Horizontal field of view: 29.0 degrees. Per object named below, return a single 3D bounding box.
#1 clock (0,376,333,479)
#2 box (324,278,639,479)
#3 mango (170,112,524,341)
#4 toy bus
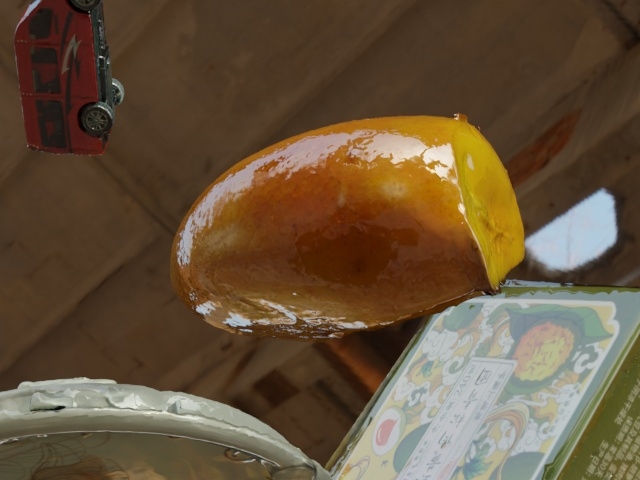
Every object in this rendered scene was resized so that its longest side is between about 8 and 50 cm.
[{"bbox_3d":[-0.106,0.125,0.619,0.237,0.053,0.236,-4,-35,-3],"label":"clock"},{"bbox_3d":[0.161,0.235,1.222,0.138,0.420,0.373,40,-16,-20],"label":"box"},{"bbox_3d":[0.000,0.000,0.848,0.257,0.187,0.138,-11,-99,22],"label":"mango"},{"bbox_3d":[-0.239,-0.181,1.172,0.089,0.081,0.195,0,-62,-1],"label":"toy bus"}]
